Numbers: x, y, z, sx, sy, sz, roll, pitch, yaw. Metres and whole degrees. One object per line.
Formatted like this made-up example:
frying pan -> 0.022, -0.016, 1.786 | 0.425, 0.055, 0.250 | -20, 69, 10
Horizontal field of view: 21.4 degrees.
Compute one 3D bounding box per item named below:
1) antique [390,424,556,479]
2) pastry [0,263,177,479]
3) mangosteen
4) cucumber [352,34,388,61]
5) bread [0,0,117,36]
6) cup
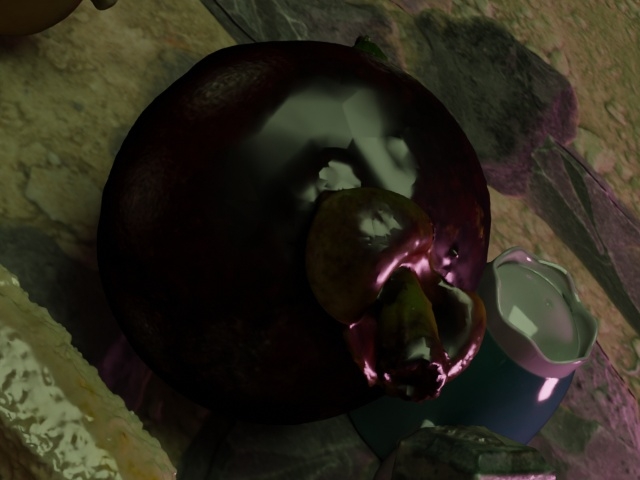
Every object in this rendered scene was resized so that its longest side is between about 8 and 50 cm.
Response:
antique -> 0.099, 0.226, 1.221 | 0.088, 0.183, 0.086 | 3, 10, -41
pastry -> -0.193, 0.122, 1.125 | 0.121, 0.089, 0.258 | -30, 76, -39
mangosteen -> -0.012, -0.009, 1.233 | 0.297, 0.293, 0.297 | 4, 78, -18
cucumber -> 0.040, -0.116, 1.577 | 0.069, 0.069, 0.227 | 28, 39, -23
bread -> -0.237, -0.389, 1.301 | 0.253, 0.376, 0.348 | 13, 50, -35
cup -> 0.130, 0.096, 1.381 | 0.167, 0.173, 0.300 | 44, 37, -5
